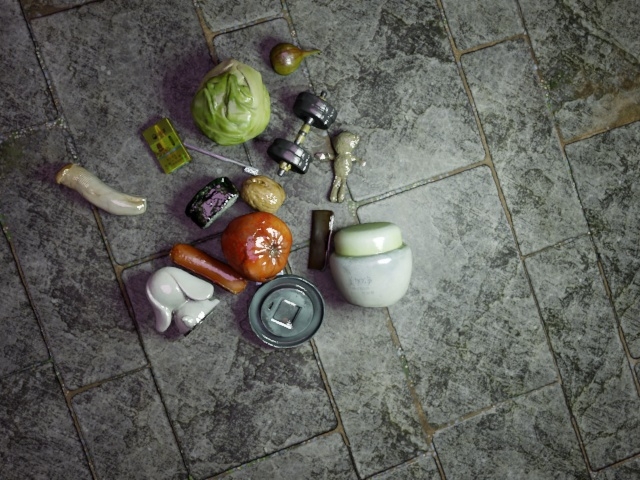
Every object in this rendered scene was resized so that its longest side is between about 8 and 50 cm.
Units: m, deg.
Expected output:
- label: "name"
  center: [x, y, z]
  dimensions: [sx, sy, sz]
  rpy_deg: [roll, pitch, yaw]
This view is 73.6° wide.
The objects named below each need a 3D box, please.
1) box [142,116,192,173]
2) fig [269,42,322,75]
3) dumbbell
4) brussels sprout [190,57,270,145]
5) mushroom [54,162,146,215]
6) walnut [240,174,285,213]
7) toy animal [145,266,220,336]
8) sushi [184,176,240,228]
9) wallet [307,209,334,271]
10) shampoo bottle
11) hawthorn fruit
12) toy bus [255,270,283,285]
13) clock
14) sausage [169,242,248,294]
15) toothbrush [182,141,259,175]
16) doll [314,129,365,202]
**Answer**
- label: "box"
  center: [-0.618, -0.381, 1.728]
  dimensions: [0.121, 0.030, 0.193]
  rpy_deg: [-30, 94, 9]
- label: "fig"
  center: [-0.093, -0.756, 1.763]
  dimensions: [0.237, 0.124, 0.124]
  rpy_deg: [-18, 92, -18]
- label: "dumbbell"
  center: [-0.072, -0.428, 1.721]
  dimensions: [0.185, 0.185, 0.388]
  rpy_deg: [28, 88, -5]
- label: "brussels sprout"
  center: [-0.343, -0.523, 1.667]
  dimensions: [0.328, 0.247, 0.327]
  rpy_deg: [0, 94, -6]
- label: "mushroom"
  center: [-0.861, -0.191, 1.688]
  dimensions: [0.351, 0.095, 0.122]
  rpy_deg: [26, 70, -7]
- label: "walnut"
  center: [-0.237, -0.186, 1.722]
  dimensions: [0.184, 0.155, 0.155]
  rpy_deg: [31, 87, -1]
- label: "toy animal"
  center: [-0.558, 0.246, 1.678]
  dimensions: [0.289, 0.174, 0.249]
  rpy_deg: [27, 87, -7]
- label: "sushi"
  center: [-0.433, -0.156, 1.714]
  dimensions: [0.225, 0.124, 0.127]
  rpy_deg: [-44, 94, -4]
- label: "wallet"
  center: [0.000, 0.000, 1.763]
  dimensions: [0.031, 0.137, 0.255]
  rpy_deg: [6, 90, -38]
- label: "shampoo bottle"
  center: [0.199, 0.095, 1.684]
  dimensions: [0.323, 0.322, 0.317]
  rpy_deg: [-11, 103, -6]
- label: "hawthorn fruit"
  center: [-0.278, 0.013, 1.681]
  dimensions: [0.308, 0.276, 0.275]
  rpy_deg: [14, 88, 28]
- label: "toy bus"
  center: [-0.213, 0.145, 1.770]
  dimensions: [0.123, 0.060, 0.074]
  rpy_deg: [-8, 90, -7]
- label: "clock"
  center: [-0.137, 0.287, 1.745]
  dimensions: [0.313, 0.061, 0.312]
  rpy_deg: [-2, 104, -8]
- label: "sausage"
  center: [-0.448, 0.111, 1.728]
  dimensions: [0.330, 0.102, 0.102]
  rpy_deg: [29, 87, -5]
- label: "toothbrush"
  center: [-0.425, -0.340, 1.764]
  dimensions: [0.354, 0.024, 0.029]
  rpy_deg: [20, 87, -6]
- label: "doll"
  center: [0.100, -0.311, 1.789]
  dimensions: [0.203, 0.091, 0.285]
  rpy_deg: [-20, 80, 27]
